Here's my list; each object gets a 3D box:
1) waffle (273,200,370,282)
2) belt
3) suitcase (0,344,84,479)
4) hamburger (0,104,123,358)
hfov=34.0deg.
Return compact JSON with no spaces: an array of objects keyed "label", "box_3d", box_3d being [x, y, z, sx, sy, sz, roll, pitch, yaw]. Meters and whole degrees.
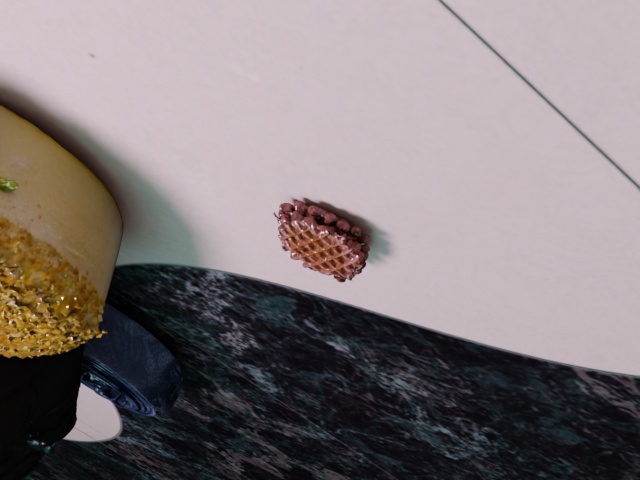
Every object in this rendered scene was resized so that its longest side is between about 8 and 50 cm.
[{"label":"waffle","box_3d":[0.000,0.000,0.830,0.083,0.029,0.075,20,150,16]},{"label":"belt","box_3d":[-0.249,0.138,1.225,0.141,0.082,0.190,1,143,48]},{"label":"suitcase","box_3d":[-0.442,0.145,1.048,0.339,0.345,0.188,33,129,21]},{"label":"hamburger","box_3d":[-0.320,-0.001,0.929,0.276,0.179,0.294,-8,138,46]}]
